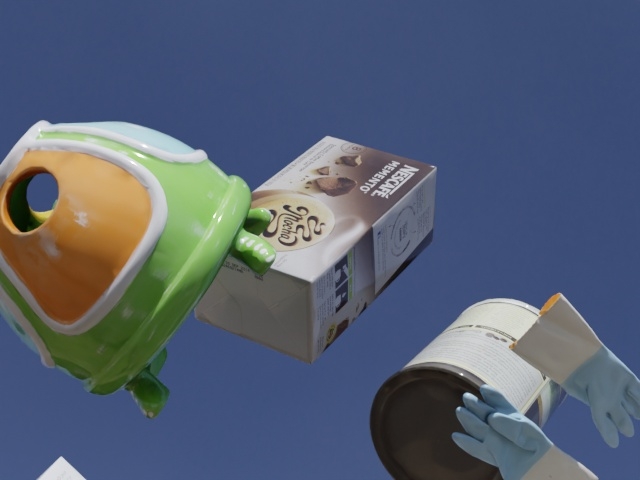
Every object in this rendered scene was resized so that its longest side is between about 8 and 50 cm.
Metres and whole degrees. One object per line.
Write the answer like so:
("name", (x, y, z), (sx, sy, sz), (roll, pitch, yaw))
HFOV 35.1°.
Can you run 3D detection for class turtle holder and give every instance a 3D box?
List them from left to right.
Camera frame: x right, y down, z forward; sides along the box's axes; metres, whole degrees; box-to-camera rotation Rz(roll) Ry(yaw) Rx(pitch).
("turtle holder", (-0.186, -0.009, 0.937), (0.227, 0.320, 0.243), (35, -66, -12))

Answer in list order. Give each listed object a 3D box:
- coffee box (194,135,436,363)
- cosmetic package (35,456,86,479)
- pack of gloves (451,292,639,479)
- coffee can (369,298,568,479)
("coffee box", (0.000, 0.000, 1.216), (0.168, 0.297, 0.119), (19, -53, 27))
("cosmetic package", (-0.321, 0.470, 1.225), (0.284, 0.377, 0.097), (46, -69, -4))
("pack of gloves", (0.256, 0.191, 1.144), (0.195, 0.046, 0.232), (-46, -62, 0))
("coffee can", (0.219, 0.218, 1.414), (0.201, 0.275, 0.202), (10, -69, 28))
